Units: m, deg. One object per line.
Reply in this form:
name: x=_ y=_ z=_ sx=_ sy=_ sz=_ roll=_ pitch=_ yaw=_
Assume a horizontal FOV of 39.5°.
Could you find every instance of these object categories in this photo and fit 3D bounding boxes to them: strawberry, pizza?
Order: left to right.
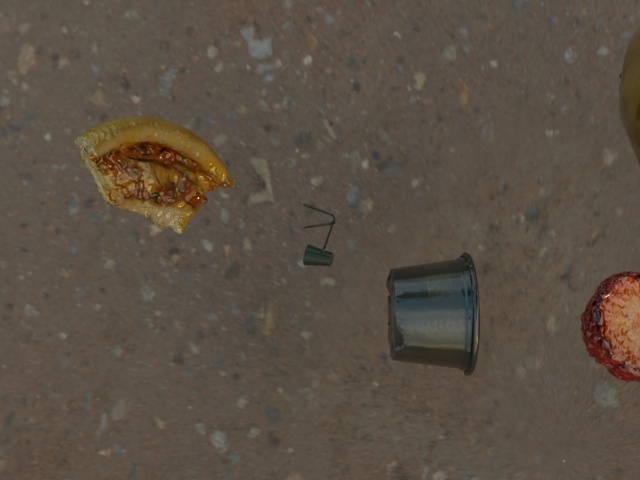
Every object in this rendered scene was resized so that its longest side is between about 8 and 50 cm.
pizza: x=-0.207 y=-0.090 z=1.153 sx=0.056 sy=0.271 sz=0.134 roll=-1 pitch=72 yaw=34
strawberry: x=0.386 y=0.107 z=1.106 sx=0.145 sy=0.086 sz=0.145 roll=1 pitch=86 yaw=-11

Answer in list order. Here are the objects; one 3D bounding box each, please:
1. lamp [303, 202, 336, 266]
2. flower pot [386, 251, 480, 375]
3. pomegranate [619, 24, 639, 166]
lamp: x=0.000 y=0.001 z=1.289 sx=0.054 sy=0.121 sz=0.041 roll=12 pitch=57 yaw=14
flower pot: x=0.138 y=0.092 z=1.136 sx=0.106 sy=0.157 sz=0.158 roll=1 pitch=76 yaw=-1
pomegranate: x=0.397 y=-0.125 z=0.737 sx=0.281 sy=0.281 sz=0.281 roll=-4 pitch=76 yaw=14
